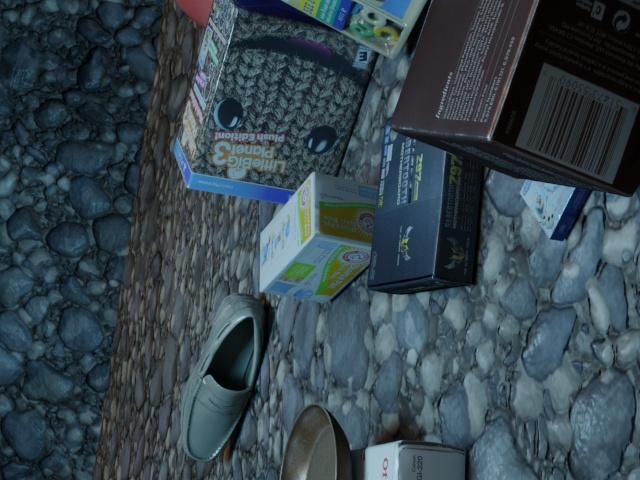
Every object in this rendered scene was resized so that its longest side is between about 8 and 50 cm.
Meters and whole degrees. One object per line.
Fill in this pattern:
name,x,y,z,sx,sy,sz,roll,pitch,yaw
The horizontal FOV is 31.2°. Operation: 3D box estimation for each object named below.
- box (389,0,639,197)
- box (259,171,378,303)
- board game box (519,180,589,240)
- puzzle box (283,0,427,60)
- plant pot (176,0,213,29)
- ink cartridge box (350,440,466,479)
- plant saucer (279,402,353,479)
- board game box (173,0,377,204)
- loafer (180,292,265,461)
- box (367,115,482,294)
box,0.200,-0.151,1.086,0.203,0.168,0.167,21,93,66
box,0.000,0.000,1.649,0.203,0.114,0.103,133,142,-55
board game box,0.245,-0.061,1.177,0.090,0.020,0.090,-111,36,-53
puzzle box,0.031,-0.392,1.411,0.052,0.272,0.409,-61,0,-20
plant pot,-0.092,-0.420,1.892,0.243,0.274,0.275,55,132,48
ink cartridge box,0.080,0.324,1.341,0.218,0.092,0.159,146,130,-65
plant saucer,-0.003,0.298,1.392,0.198,0.036,0.199,-169,90,-70
board game box,-0.073,-0.218,1.766,0.141,0.232,0.291,-118,42,-58
loafer,-0.172,0.248,1.995,0.111,0.112,0.320,-120,44,-71
box,0.130,-0.054,1.415,0.183,0.059,0.233,166,112,-66
